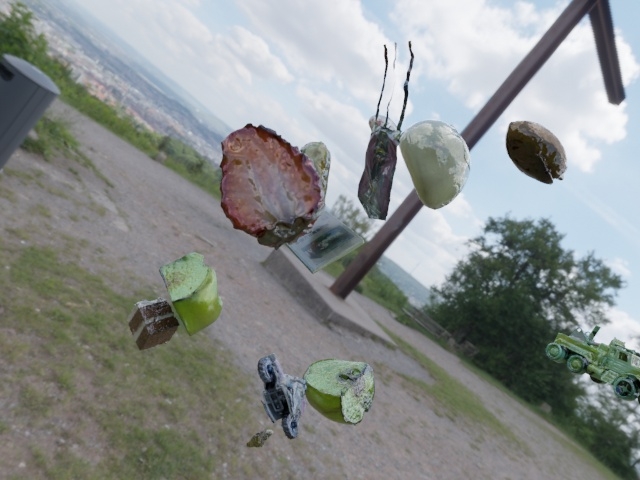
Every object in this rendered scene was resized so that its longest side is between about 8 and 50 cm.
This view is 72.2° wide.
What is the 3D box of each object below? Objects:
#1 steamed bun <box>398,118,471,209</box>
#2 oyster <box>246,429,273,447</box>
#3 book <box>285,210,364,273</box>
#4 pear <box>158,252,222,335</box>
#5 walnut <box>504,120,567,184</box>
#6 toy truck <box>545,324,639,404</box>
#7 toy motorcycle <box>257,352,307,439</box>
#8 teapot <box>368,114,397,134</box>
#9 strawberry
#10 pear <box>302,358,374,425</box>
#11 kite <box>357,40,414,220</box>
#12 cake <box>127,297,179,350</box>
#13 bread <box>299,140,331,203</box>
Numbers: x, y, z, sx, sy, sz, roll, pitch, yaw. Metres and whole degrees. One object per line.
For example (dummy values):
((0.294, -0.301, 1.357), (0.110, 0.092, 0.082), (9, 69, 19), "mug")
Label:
((0.439, -0.293, 1.638), (0.333, 0.233, 0.312), (64, 14, -9), "steamed bun")
((-0.190, 0.614, 1.363), (0.034, 0.093, 0.051), (58, -15, -8), "oyster")
((0.000, 0.000, 1.541), (0.283, 0.215, 0.025), (40, -23, 54), "book")
((-0.455, 0.220, 1.633), (0.286, 0.176, 0.281), (43, -30, 50), "pear")
((0.643, -0.262, 1.308), (0.245, 0.137, 0.137), (44, 3, -5), "walnut")
((0.704, 0.295, 1.075), (0.128, 0.135, 0.259), (25, 6, -22), "toy truck")
((-0.105, 0.446, 1.324), (0.204, 0.108, 0.239), (-19, 101, -72), "toy motorcycle")
((0.274, -0.479, 1.908), (0.159, 0.116, 0.245), (61, 10, 0), "teapot")
((-0.138, -0.144, 1.174), (0.336, 0.265, 0.149), (62, -5, 11), "strawberry")
((0.034, 0.537, 1.554), (0.256, 0.163, 0.238), (0, 15, 31), "pear")
((0.134, -0.219, 0.914), (0.022, 0.360, 0.204), (3, 21, -15), "kite")
((-0.630, 0.307, 1.641), (0.135, 0.134, 0.147), (-11, 55, -52), "cake")
((-0.034, -0.228, 1.575), (0.130, 0.267, 0.152), (11, -9, -14), "bread")
